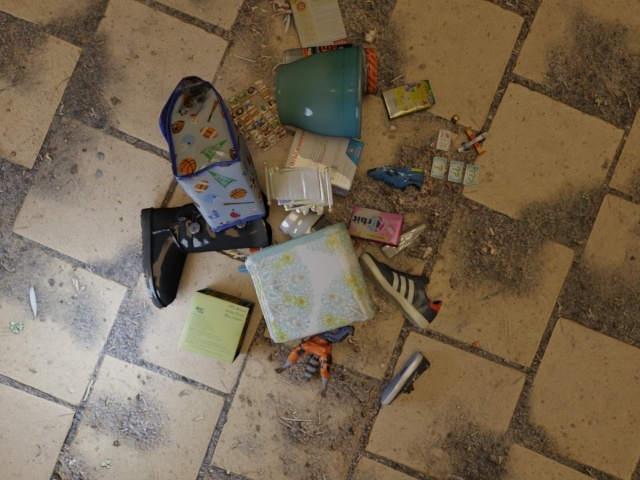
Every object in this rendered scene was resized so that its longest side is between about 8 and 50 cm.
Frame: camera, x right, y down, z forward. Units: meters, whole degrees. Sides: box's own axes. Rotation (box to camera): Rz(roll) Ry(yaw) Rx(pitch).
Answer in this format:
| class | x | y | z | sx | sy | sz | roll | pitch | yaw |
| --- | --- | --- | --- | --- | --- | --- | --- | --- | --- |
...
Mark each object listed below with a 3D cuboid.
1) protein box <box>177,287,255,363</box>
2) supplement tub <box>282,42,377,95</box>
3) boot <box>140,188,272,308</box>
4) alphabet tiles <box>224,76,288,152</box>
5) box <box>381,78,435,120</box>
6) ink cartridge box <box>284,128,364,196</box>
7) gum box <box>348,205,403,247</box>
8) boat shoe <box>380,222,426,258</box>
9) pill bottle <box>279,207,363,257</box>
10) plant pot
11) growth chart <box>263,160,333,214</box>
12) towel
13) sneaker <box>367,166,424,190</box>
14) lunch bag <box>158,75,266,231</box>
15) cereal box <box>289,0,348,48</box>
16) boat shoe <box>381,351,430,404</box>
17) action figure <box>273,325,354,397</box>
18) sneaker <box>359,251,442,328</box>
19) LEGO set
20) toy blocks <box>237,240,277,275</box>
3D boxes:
| class | x | y | z | sx | sy | sz | roll | pitch | yaw |
| --- | --- | --- | --- | --- | --- | --- | --- | --- | --- |
| protein box | -0.362 | 0.296 | 1.492 | 0.199 | 0.136 | 0.201 | 17 | 90 | 1 |
| supplement tub | 0.031 | -0.580 | 1.480 | 0.315 | 0.193 | 0.194 | -6 | 89 | -1 |
| boot | -0.387 | 0.028 | 1.492 | 0.444 | 0.146 | 0.367 | -8 | 88 | -2 |
| alphabet tiles | -0.235 | -0.455 | 1.568 | 0.198 | 0.009 | 0.237 | -35 | 89 | -1 |
| box | 0.325 | -0.520 | 1.557 | 0.179 | 0.043 | 0.105 | -17 | 89 | 2 |
| ink cartridge box | 0.010 | -0.273 | 1.466 | 0.232 | 0.168 | 0.171 | 18 | 86 | 0 |
| gum box | 0.204 | -0.047 | 1.508 | 0.188 | 0.062 | 0.107 | 13 | 82 | 17 |
| boat shoe | 0.310 | 0.003 | 1.539 | 0.184 | 0.066 | 0.063 | -33 | 100 | -2 |
| pill bottle | 0.000 | 0.000 | 1.486 | 0.278 | 0.162 | 0.162 | 41 | 89 | 0 |
| plant pot | 0.000 | -0.453 | 1.303 | 0.255 | 0.271 | 0.272 | 2 | 89 | 6 |
| growth chart | -0.073 | -0.168 | 1.386 | 0.237 | 0.021 | 0.172 | 5 | 112 | 6 |
| towel | -0.041 | 0.143 | 1.379 | 0.374 | 0.090 | 0.321 | -19 | 90 | 18 |
| sneaker | 0.273 | -0.224 | 1.538 | 0.209 | 0.069 | 0.082 | 3 | 93 | -1 |
| lunch bag | -0.348 | -0.278 | 1.350 | 0.238 | 0.328 | 0.386 | -16 | 64 | -3 |
| cereal box | -0.005 | -0.796 | 1.555 | 0.172 | 0.047 | 0.240 | -14 | 90 | 0 |
| boat shoe | 0.313 | 0.513 | 1.527 | 0.076 | 0.080 | 0.228 | 39 | 82 | 2 |
| action figure | -0.040 | 0.338 | 1.514 | 0.341 | 0.178 | 0.330 | 21 | 82 | 27 |
| sneaker | 0.293 | 0.148 | 1.513 | 0.148 | 0.131 | 0.350 | -44 | 95 | -8 |
| LEGO set | 0.518 | -0.336 | 1.549 | 0.182 | 0.060 | 0.245 | 12 | 89 | -4 |
| toy blocks | -0.229 | 0.065 | 1.537 | 0.148 | 0.054 | 0.123 | -5 | 90 | 0 |
